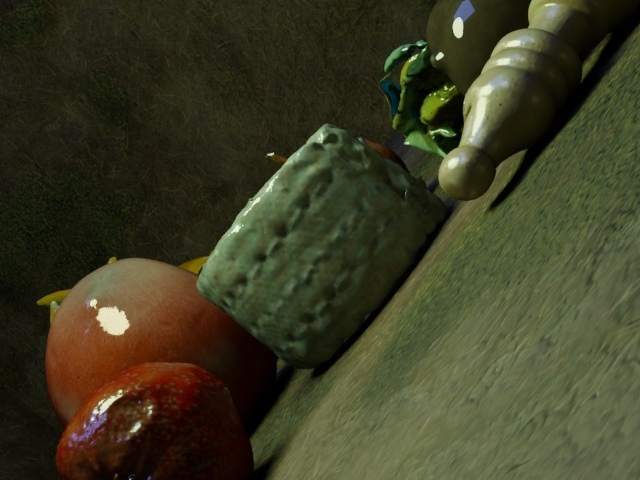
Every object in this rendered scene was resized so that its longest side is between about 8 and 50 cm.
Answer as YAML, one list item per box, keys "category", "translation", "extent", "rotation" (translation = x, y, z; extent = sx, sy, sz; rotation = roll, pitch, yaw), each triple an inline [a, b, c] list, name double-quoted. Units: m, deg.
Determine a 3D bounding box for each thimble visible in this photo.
- category: "thimble"
  translation: [0.000, 0.000, 1.540]
  extent: [0.291, 0.195, 0.291]
  rotation: [-52, 3, 4]

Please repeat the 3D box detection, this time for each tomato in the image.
- category: "tomato"
  translation: [-0.230, 0.169, 1.752]
  extent: [0.321, 0.321, 0.321]
  rotation: [-51, 3, 4]

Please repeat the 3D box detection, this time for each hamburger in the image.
- category: "hamburger"
  translation: [0.211, -0.214, 1.689]
  extent: [0.260, 0.150, 0.276]
  rotation: [-34, -11, 5]

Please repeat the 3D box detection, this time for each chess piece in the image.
- category: "chess piece"
  translation: [0.216, -0.170, 1.272]
  extent: [0.138, 0.124, 0.307]
  rotation: [12, 62, 50]

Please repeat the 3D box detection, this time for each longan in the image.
- category: "longan"
  translation: [0.210, -0.237, 1.480]
  extent: [0.189, 0.189, 0.189]
  rotation: [-51, 3, 4]

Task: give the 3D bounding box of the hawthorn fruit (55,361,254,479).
- category: "hawthorn fruit"
  translation: [-0.164, 0.226, 1.352]
  extent: [0.205, 0.205, 0.253]
  rotation: [-50, -4, 23]

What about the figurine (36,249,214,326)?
- category: "figurine"
  translation: [-0.263, 0.139, 2.123]
  extent: [0.387, 0.401, 0.268]
  rotation: [-21, -42, -33]

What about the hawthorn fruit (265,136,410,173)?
- category: "hawthorn fruit"
  translation: [0.019, -0.070, 1.830]
  extent: [0.197, 0.225, 0.196]
  rotation: [-55, -9, -13]
